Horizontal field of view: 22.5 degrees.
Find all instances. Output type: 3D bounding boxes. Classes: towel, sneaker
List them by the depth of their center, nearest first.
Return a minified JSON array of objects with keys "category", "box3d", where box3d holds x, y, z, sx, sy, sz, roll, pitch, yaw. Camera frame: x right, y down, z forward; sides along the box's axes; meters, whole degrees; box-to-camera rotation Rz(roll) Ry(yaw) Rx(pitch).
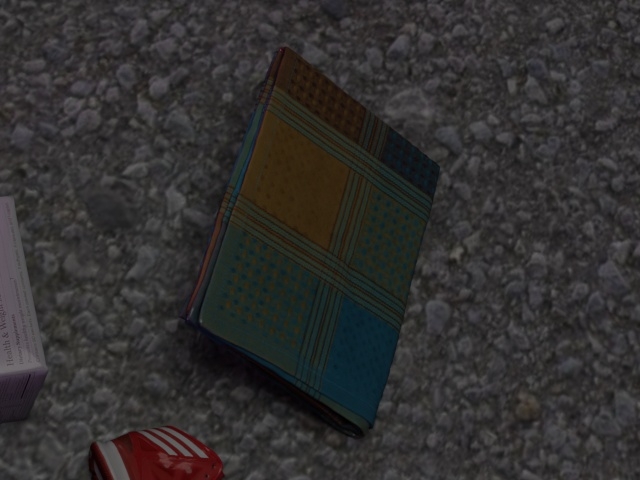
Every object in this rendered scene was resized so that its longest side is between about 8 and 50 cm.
[{"category":"sneaker","box3d":[-0.135,0.281,1.610,0.128,0.087,0.221,-19,73,-24]},{"category":"towel","box3d":[0.000,0.000,1.768,0.271,0.040,0.370,36,53,-29]}]

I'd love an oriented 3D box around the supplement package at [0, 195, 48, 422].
[{"category":"supplement package","box3d":[-0.395,0.079,1.587,0.203,0.149,0.194,-7,67,-22]}]
